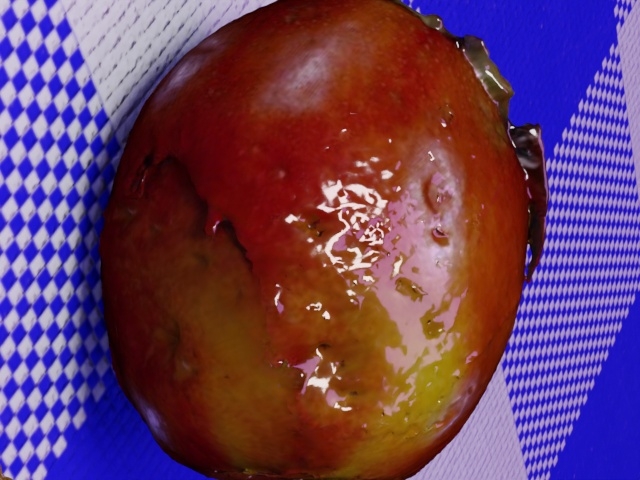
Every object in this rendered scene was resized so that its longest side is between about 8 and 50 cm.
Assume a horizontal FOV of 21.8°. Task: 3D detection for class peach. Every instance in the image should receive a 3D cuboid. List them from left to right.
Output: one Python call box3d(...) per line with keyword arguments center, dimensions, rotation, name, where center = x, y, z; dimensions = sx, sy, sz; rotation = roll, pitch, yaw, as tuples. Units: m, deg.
box3d(center=(0.000, 0.000, 1.379), dimensions=(0.353, 0.339, 0.416), rotation=(29, 70, -62), name="peach")

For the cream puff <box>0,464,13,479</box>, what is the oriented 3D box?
box3d(center=(-0.273, 0.211, 1.200), dimensions=(0.126, 0.103, 0.144), rotation=(-47, 133, -43), name="cream puff")
